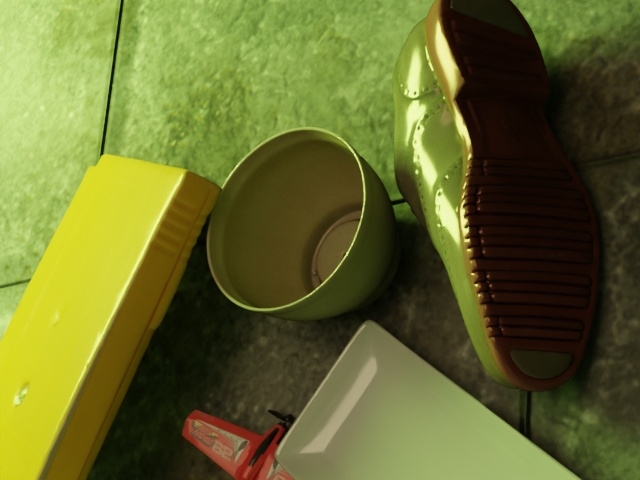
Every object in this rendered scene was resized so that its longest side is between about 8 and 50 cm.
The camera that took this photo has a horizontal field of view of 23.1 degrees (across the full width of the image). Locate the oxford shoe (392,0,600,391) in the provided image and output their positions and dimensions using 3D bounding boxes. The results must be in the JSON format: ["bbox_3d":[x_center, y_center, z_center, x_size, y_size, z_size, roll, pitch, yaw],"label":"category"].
[{"bbox_3d":[0.130,-0.030,1.254,0.130,0.123,0.348,-42,46,50],"label":"oxford shoe"}]

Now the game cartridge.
[{"bbox_3d":[-0.218,0.078,1.427,0.324,0.052,0.285,-63,24,-5],"label":"game cartridge"}]

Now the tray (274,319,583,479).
[{"bbox_3d":[0.086,0.185,1.220,0.270,0.030,0.145,37,95,42],"label":"tray"}]

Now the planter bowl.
[{"bbox_3d":[0.000,0.000,1.319,0.162,0.109,0.162,-17,60,31],"label":"planter bowl"}]

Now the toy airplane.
[{"bbox_3d":[-0.064,0.209,1.314,0.151,0.028,0.151,-5,60,9],"label":"toy airplane"}]
